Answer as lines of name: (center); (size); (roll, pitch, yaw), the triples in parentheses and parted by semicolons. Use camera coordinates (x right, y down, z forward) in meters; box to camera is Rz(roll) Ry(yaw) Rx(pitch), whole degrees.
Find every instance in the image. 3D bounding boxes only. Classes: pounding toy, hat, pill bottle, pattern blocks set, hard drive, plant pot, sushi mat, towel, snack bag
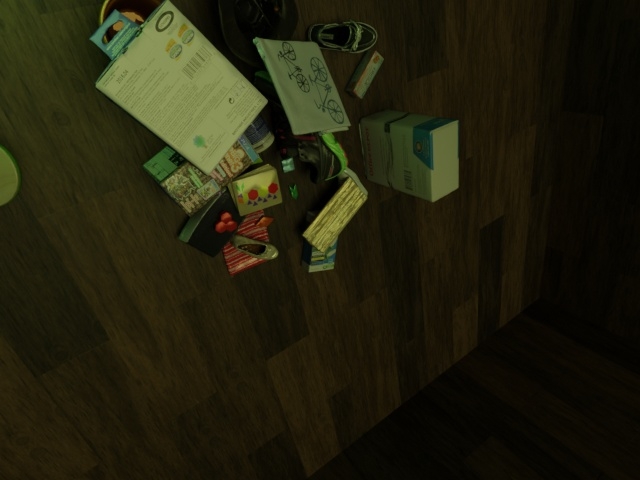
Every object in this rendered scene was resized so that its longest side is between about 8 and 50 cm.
pounding toy: (-0.887, -0.199, 1.112); (0.236, 0.110, 0.183); (28, 106, -12)
hat: (-0.225, -0.712, 1.318); (0.331, 0.134, 0.331); (-20, 117, -46)
pill bottle: (-0.250, -0.403, 1.454); (0.112, 0.112, 0.187); (-43, 129, -12)
pattern blocks set: (-0.233, -0.175, 1.506); (0.324, 0.026, 0.286); (-14, 120, -25)
hard drive: (-0.370, -0.068, 1.521); (0.172, 0.054, 0.255); (37, 90, -40)
plant pot: (-0.498, -0.567, 1.149); (0.205, 0.188, 0.205); (-15, 118, -30)
sushi mat: (0.063, -0.101, 1.775); (0.316, 0.019, 0.151); (-52, 130, -2)
towel: (-0.295, -0.010, 1.658); (0.198, 0.031, 0.275); (-23, 123, -25)
snack bag: (-0.048, -0.495, 1.380); (0.342, 0.037, 0.323); (-30, 99, -51)

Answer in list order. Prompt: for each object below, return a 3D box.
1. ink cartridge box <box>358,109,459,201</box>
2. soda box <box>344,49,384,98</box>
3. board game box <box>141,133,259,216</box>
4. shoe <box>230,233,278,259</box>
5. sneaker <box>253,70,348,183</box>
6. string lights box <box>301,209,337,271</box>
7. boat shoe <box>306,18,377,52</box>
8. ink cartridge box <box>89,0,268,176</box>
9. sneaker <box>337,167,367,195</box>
ink cartridge box: (0.358, -0.361, 1.733); (0.166, 0.395, 0.286); (-27, 125, -26)
soda box: (0.173, -0.658, 1.676); (0.058, 0.063, 0.183); (27, 94, -41)
board game box: (-0.385, -0.251, 1.348); (0.291, 0.232, 0.141); (-43, 130, -11)
shoe: (-0.251, 0.036, 1.653); (0.219, 0.058, 0.077); (20, 101, -39)
sneaker: (-0.086, -0.393, 1.529); (0.202, 0.185, 0.483); (-39, 119, 3)
string lights box: (0.000, 0.000, 1.845); (0.133, 0.076, 0.260); (-7, 114, -32)
boat shoe: (0.102, -0.753, 1.552); (0.306, 0.105, 0.113); (-9, 116, -33)
ink cartridge box: (-0.372, -0.397, 1.076); (0.395, 0.151, 0.270); (40, 84, -33)
sneaker: (0.115, -0.236, 1.809); (0.091, 0.094, 0.258); (-55, 132, -8)
